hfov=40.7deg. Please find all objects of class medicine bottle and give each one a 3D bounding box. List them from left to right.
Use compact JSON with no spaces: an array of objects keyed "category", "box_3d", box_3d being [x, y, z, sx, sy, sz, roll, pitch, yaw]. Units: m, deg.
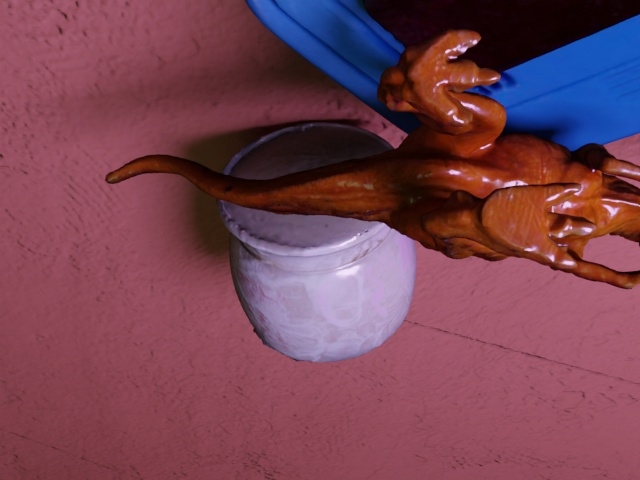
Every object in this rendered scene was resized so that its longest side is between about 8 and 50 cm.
[{"category":"medicine bottle","box_3d":[0.000,0.000,0.669,0.147,0.147,0.143,-2,134,6]}]

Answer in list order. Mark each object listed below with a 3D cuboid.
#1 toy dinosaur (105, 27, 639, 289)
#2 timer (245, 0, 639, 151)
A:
[{"category":"toy dinosaur","box_3d":[0.059,-0.039,0.491,0.432,0.097,0.208,13,174,6]},{"category":"timer","box_3d":[0.129,-0.166,0.452,0.340,0.115,0.309,-19,144,38]}]
